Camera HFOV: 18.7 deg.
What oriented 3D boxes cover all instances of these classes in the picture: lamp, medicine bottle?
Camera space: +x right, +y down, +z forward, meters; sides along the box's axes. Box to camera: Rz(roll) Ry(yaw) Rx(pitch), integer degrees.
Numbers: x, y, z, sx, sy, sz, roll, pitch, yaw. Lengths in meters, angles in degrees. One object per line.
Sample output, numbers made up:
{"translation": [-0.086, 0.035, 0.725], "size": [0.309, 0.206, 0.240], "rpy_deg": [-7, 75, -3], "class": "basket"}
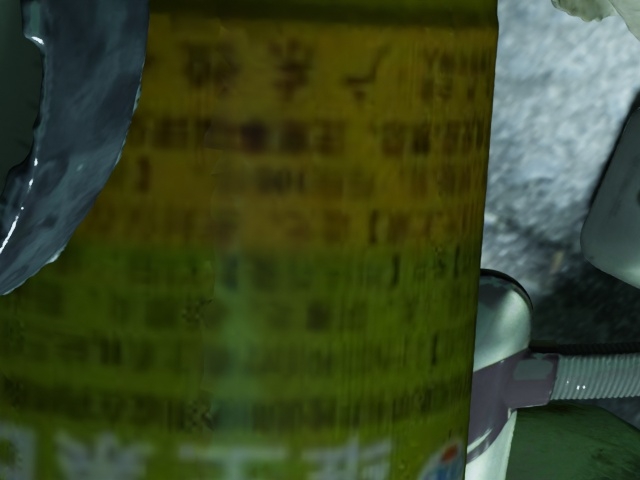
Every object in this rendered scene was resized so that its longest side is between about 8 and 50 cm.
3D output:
{"translation": [0.140, 0.064, 0.958], "size": [0.283, 0.124, 0.203], "rpy_deg": [-37, 152, -49], "class": "lamp"}
{"translation": [-0.053, 0.065, 0.762], "size": [0.224, 0.224, 0.384], "rpy_deg": [-1, 101, -26], "class": "medicine bottle"}

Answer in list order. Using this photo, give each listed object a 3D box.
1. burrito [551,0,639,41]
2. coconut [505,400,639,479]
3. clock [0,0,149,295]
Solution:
{"translation": [0.116, -0.169, 0.837], "size": [0.117, 0.076, 0.392], "rpy_deg": [-34, 136, 18], "class": "burrito"}
{"translation": [0.139, 0.194, 1.116], "size": [0.236, 0.236, 0.204], "rpy_deg": [-20, 100, -9], "class": "coconut"}
{"translation": [-0.202, -0.098, 0.610], "size": [0.061, 0.312, 0.312], "rpy_deg": [-45, 163, -55], "class": "clock"}
